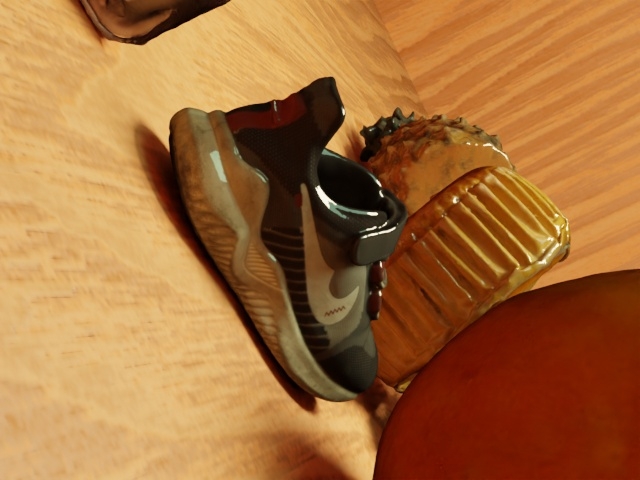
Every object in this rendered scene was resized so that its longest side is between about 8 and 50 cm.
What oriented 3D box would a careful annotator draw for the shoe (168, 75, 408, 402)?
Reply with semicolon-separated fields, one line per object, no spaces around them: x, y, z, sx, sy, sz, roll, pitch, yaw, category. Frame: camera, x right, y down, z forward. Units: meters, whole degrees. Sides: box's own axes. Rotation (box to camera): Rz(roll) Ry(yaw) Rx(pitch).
0.000;0.000;0.895;0.227;0.112;0.099;56;11;-35;shoe

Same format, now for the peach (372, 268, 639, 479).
0.185;0.181;0.868;0.343;0.302;0.342;-5;90;-68;peach

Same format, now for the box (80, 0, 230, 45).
-0.117;-0.264;0.980;0.190;0.112;0.369;61;12;-19;box

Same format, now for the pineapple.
0.115;-0.086;1.696;0.157;0.158;0.278;60;-3;-24;pineapple

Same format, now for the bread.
0.094;0.023;1.127;0.104;0.199;0.199;49;8;7;bread
